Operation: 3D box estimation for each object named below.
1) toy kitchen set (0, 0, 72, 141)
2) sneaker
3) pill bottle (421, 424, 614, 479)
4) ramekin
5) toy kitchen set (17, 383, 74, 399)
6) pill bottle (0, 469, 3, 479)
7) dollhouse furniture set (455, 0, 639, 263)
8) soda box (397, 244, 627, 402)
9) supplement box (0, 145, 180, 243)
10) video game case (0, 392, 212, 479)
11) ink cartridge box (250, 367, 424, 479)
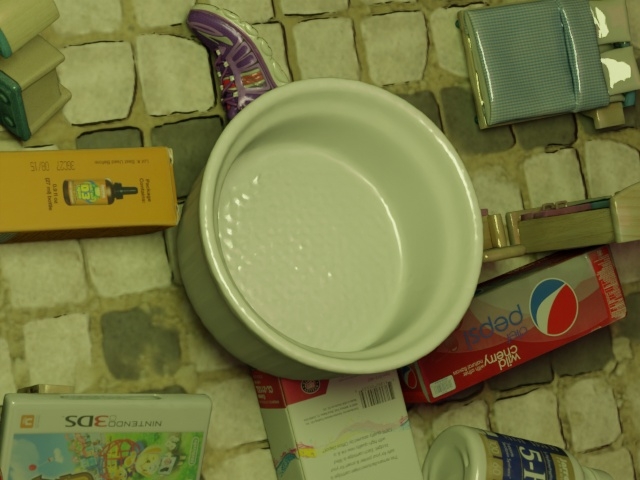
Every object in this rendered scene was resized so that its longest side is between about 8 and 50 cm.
[{"bbox_3d":[-0.344,-0.194,1.556,0.207,0.166,0.122,38,64,21],"label":"toy kitchen set"},{"bbox_3d":[-0.076,-0.157,1.683,0.071,0.068,0.170,-42,104,-17],"label":"sneaker"},{"bbox_3d":[0.206,0.259,1.759,0.186,0.112,0.112,15,79,-25],"label":"pill bottle"},{"bbox_3d":[0.000,0.000,1.608,0.277,0.135,0.277,7,72,-21],"label":"ramekin"},{"bbox_3d":[-0.267,0.173,1.552,0.068,0.075,0.083,6,79,-25],"label":"toy kitchen set"},{"bbox_3d":[-0.375,0.114,1.447,0.176,0.176,0.319,-12,91,-27],"label":"pill bottle"},{"bbox_3d":[0.239,-0.141,1.763,0.286,0.198,0.303,-10,89,-27],"label":"dollhouse furniture set"},{"bbox_3d":[0.184,0.085,1.773,0.263,0.092,0.083,-20,94,-26],"label":"soda box"},{"bbox_3d":[-0.251,-0.040,1.576,0.233,0.080,0.078,-3,81,-25],"label":"supplement box"},{"bbox_3d":[-0.204,0.239,1.563,0.193,0.023,0.212,3,107,-26],"label":"video game case"},{"bbox_3d":[0.018,0.193,1.692,0.127,0.072,0.175,-14,91,-27],"label":"ink cartridge box"}]
